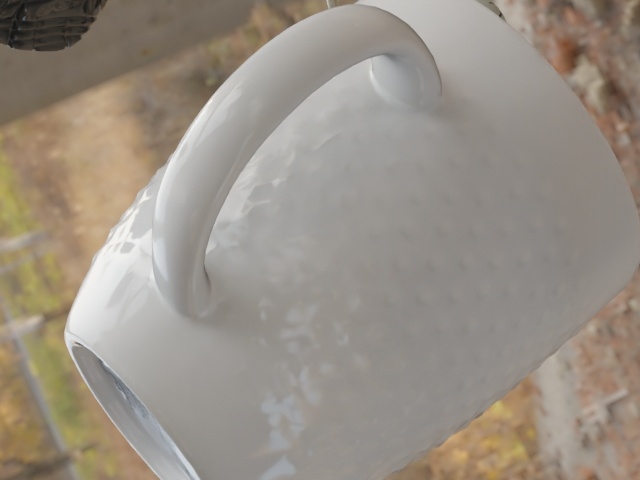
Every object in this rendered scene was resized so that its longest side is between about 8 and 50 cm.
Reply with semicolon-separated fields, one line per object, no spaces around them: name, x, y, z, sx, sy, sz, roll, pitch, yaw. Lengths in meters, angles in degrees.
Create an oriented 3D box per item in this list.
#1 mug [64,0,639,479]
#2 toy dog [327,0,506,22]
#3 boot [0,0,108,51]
mug;0.000;0.000;1.119;0.276;0.328;0.374;42;161;28
toy dog;0.086;-0.125;1.737;0.220;0.333;0.161;26;171;-28
boot;-0.336;-0.248;1.364;0.223;0.118;0.338;44;-163;18
